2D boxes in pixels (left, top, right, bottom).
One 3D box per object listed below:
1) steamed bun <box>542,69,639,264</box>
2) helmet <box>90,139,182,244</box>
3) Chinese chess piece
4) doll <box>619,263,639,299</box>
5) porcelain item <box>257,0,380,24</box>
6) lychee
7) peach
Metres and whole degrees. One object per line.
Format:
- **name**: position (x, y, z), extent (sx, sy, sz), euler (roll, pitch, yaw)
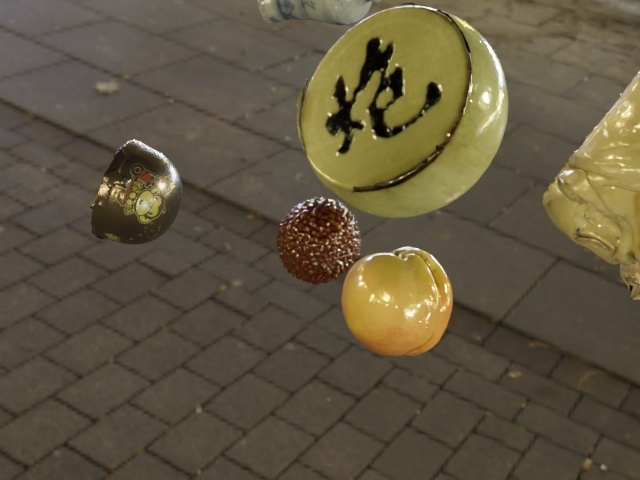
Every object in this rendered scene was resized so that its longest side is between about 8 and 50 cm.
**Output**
- **steamed bun**: position (0.434, -0.090, 1.283), extent (0.206, 0.275, 0.320), euler (41, 5, 12)
- **helmet**: position (-0.388, -0.087, 2.201), extent (0.160, 0.230, 0.279), euler (21, -10, 9)
- **Chinese chess piece**: position (0.129, -0.210, 1.619), extent (0.349, 0.349, 0.146), euler (37, 6, 40)
- **doll**: position (0.670, 0.046, 2.066), extent (0.095, 0.149, 0.192), euler (9, 6, 21)
- **porcelain item**: position (0.001, -0.496, 2.009), extent (0.259, 0.141, 0.141), euler (-1, 21, 29)
- **lychee**: position (0.000, 0.000, 2.082), extent (0.188, 0.188, 0.188), euler (8, 28, -4)
- **peach**: position (0.123, 0.100, 1.605), extent (0.184, 0.184, 0.184), euler (8, 28, -4)
